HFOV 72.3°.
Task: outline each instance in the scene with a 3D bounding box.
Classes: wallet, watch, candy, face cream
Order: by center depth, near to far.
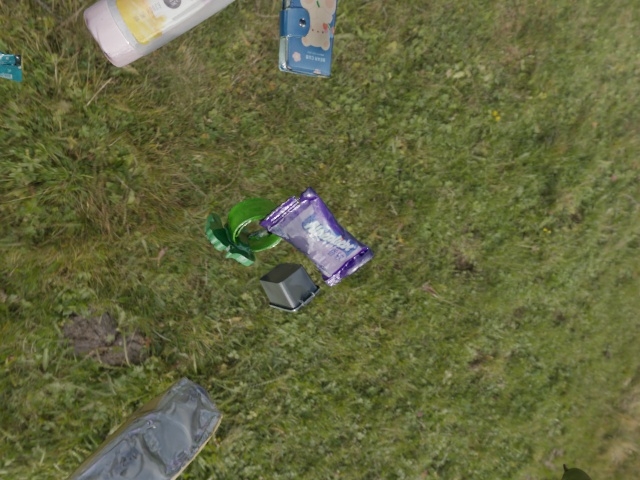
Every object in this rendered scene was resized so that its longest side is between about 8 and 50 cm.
[{"bbox_3d":[-0.272,-0.403,0.756,0.269,0.073,0.107,-18,112,16],"label":"face cream"},{"bbox_3d":[-0.029,-0.479,0.984,0.141,0.059,0.202,-7,112,-35],"label":"wallet"},{"bbox_3d":[0.000,0.000,0.989,0.145,0.070,0.275,-35,124,16],"label":"candy"},{"bbox_3d":[-0.173,-0.030,1.057,0.152,0.131,0.165,-36,139,17],"label":"watch"}]

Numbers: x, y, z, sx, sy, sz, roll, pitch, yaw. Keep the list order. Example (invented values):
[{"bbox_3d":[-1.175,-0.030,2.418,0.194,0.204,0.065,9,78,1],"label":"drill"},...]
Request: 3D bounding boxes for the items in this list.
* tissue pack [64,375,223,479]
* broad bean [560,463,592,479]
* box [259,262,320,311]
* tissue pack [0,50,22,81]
[{"bbox_3d":[-0.238,0.282,0.530,0.090,0.222,0.186,45,32,3],"label":"tissue pack"},{"bbox_3d":[0.255,0.293,0.388,0.065,0.254,0.046,15,108,6],"label":"broad bean"},{"bbox_3d":[-0.068,0.093,0.910,0.084,0.122,0.069,-37,109,-29],"label":"box"},{"bbox_3d":[-0.603,-0.322,0.763,0.138,0.085,0.027,16,69,-30],"label":"tissue pack"}]
